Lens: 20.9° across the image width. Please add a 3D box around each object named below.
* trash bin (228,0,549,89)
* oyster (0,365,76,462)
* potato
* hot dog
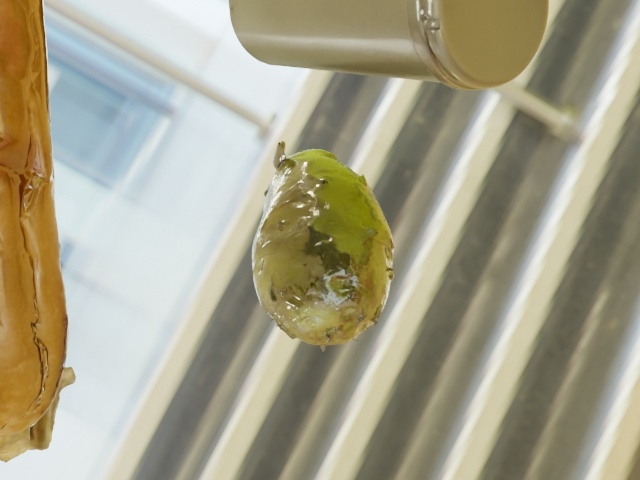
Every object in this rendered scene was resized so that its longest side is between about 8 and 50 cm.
[{"bbox_3d":[0.038,-0.239,1.285,0.247,0.121,0.243,11,109,48],"label":"trash bin"},{"bbox_3d":[-0.271,-0.010,1.134,0.100,0.275,0.271,-26,44,20],"label":"oyster"},{"bbox_3d":[0.000,0.000,1.448,0.225,0.117,0.090,-96,10,-49],"label":"potato"},{"bbox_3d":[-0.198,-0.074,0.794,0.158,0.117,0.348,-1,92,47],"label":"hot dog"}]
